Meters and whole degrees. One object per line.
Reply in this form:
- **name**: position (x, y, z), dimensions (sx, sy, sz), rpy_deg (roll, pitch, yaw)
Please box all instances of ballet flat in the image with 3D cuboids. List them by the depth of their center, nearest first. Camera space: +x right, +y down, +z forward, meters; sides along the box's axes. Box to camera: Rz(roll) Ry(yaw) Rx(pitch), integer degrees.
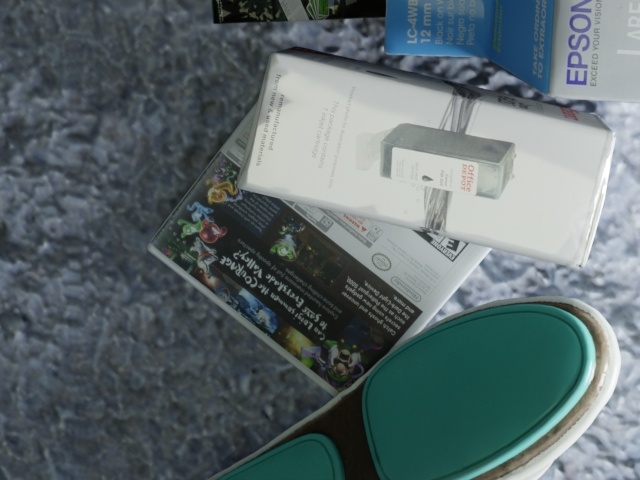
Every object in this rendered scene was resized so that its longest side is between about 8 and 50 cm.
- **ballet flat**: position (0.056, 0.162, 1.335), dimensions (0.400, 0.139, 0.139), rpy_deg (-32, 99, 24)

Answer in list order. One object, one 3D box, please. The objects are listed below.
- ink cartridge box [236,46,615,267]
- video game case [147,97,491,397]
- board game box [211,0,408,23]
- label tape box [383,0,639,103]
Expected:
- **ink cartridge box**: position (0.070, -0.057, 1.214), dimensions (0.217, 0.158, 0.092), rpy_deg (15, 98, 3)
- **video game case**: position (0.000, 0.000, 1.340), dimensions (0.190, 0.022, 0.173), rpy_deg (38, 112, -2)
- **board game box**: position (-0.016, -0.273, 1.246), dimensions (0.136, 0.030, 0.260), rpy_deg (1, 109, 16)
- **label tape box**: position (0.208, -0.212, 1.158), dimensions (0.347, 0.115, 0.249), rpy_deg (4, 109, 7)
